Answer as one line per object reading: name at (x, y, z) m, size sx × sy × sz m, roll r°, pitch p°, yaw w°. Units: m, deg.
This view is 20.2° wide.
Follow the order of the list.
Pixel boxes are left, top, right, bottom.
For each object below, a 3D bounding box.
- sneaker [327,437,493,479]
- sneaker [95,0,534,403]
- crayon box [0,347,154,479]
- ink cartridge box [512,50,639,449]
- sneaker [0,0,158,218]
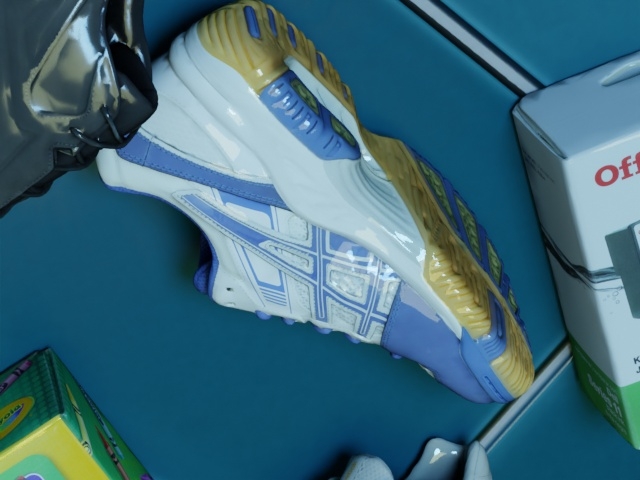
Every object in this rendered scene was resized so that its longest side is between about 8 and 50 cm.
sneaker at (0.006, 0.195, 1.069) m, size 0.262 × 0.099 × 0.121 m, roll -21°, pitch 109°, yaw -38°
sneaker at (0.000, 0.000, 0.999) m, size 0.131 × 0.112 × 0.296 m, roll -34°, pitch 117°, yaw 19°
crayon box at (-0.223, 0.208, 1.033) m, size 0.278 × 0.081 × 0.165 m, roll -32°, pitch 120°, yaw 0°
ink cartridge box at (0.215, -0.004, 1.056) m, size 0.153 × 0.087 × 0.208 m, roll -22°, pitch 119°, yaw -6°
sneaker at (-0.154, -0.063, 0.885) m, size 0.130 × 0.109 × 0.286 m, roll 28°, pitch 108°, yaw 0°
